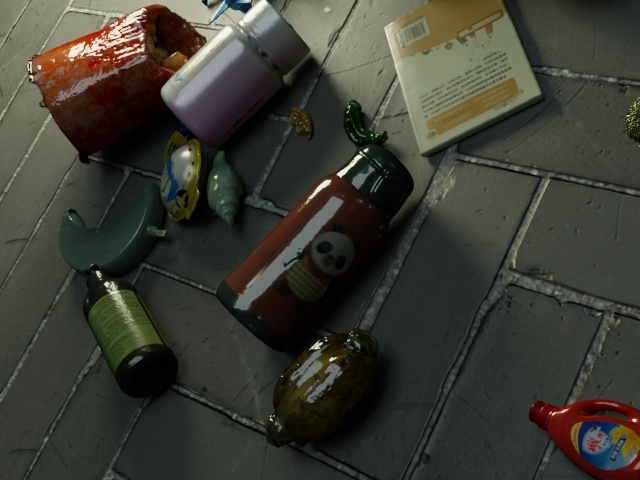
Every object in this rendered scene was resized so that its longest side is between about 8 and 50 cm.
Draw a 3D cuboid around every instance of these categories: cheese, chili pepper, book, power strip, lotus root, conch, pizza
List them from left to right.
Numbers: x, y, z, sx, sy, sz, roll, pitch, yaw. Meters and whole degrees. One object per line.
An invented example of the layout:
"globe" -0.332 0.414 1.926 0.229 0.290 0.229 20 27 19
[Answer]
"power strip" -0.377 -0.012 1.770 0.253 0.054 0.168 -12 61 28
"chili pepper" -0.386 -0.325 1.841 0.305 0.229 0.251 -30 15 17
"cheese" -0.251 -0.128 1.734 0.157 0.064 0.250 -61 29 28
"conch" -0.167 -0.080 1.672 0.065 0.088 0.180 1 46 -15
"pizza" -0.034 -0.206 1.678 0.037 0.016 0.083 -40 50 16
"lotus root" 0.003 0.212 1.349 0.209 0.120 0.120 -46 49 3
"chili pepper" 0.065 -0.186 1.589 0.055 0.035 0.118 -54 42 18
"book" 0.222 -0.291 1.555 0.207 0.020 0.296 -25 53 19

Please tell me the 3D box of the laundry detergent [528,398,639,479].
"laundry detergent" 0.328 0.231 1.162 0.165 0.049 0.097 23 71 41

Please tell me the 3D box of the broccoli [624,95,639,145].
"broccoli" 0.462 -0.155 1.262 0.120 0.131 0.130 -164 96 -78

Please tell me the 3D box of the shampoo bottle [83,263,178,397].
"shampoo bottle" -0.336 0.137 1.622 0.101 0.101 0.284 -43 49 5

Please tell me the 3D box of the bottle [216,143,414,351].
"bottle" 0.000 0.000 1.453 0.336 0.144 0.144 -49 49 -1

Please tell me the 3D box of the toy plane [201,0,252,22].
"toy plane" -0.146 -0.558 1.907 0.254 0.105 0.271 -13 60 45

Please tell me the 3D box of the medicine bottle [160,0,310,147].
"medicine bottle" -0.149 -0.299 1.720 0.254 0.152 0.152 -42 49 4
